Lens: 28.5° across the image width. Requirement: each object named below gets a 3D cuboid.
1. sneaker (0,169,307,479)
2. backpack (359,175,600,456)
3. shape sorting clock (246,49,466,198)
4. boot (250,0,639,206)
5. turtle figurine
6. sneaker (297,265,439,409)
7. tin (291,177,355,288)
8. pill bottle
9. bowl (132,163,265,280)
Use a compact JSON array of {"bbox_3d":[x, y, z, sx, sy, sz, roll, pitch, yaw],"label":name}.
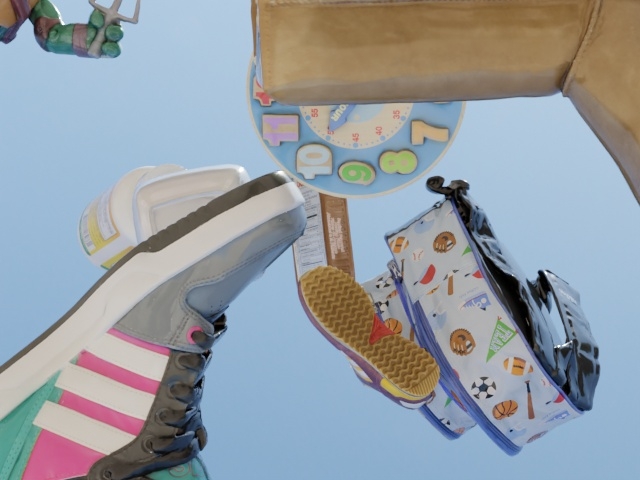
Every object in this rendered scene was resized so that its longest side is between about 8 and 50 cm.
[{"bbox_3d":[-0.087,0.110,0.732,0.295,0.124,0.178,-40,-95,12],"label":"sneaker"},{"bbox_3d":[0.181,0.108,1.428,0.213,0.276,0.263,-42,-141,11],"label":"backpack"},{"bbox_3d":[0.033,-0.139,1.167,0.206,0.206,0.040,-9,-167,10],"label":"shape sorting clock"},{"bbox_3d":[0.096,-0.094,0.753,0.269,0.089,0.236,0,-128,-8],"label":"boot"},{"bbox_3d":[-0.217,-0.177,0.870,0.118,0.175,0.234,-23,-151,49],"label":"turtle figurine"},{"bbox_3d":[0.042,0.109,1.332,0.069,0.084,0.185,-39,-104,-25],"label":"sneaker"},{"bbox_3d":[0.000,0.000,1.516,0.040,0.106,0.190,-4,-95,-30],"label":"tin"},{"bbox_3d":[-0.237,-0.032,1.673,0.117,0.208,0.118,9,-108,-28],"label":"pill bottle"},{"bbox_3d":[-0.136,-0.007,1.393,0.142,0.053,0.142,-11,-82,2],"label":"bowl"}]
